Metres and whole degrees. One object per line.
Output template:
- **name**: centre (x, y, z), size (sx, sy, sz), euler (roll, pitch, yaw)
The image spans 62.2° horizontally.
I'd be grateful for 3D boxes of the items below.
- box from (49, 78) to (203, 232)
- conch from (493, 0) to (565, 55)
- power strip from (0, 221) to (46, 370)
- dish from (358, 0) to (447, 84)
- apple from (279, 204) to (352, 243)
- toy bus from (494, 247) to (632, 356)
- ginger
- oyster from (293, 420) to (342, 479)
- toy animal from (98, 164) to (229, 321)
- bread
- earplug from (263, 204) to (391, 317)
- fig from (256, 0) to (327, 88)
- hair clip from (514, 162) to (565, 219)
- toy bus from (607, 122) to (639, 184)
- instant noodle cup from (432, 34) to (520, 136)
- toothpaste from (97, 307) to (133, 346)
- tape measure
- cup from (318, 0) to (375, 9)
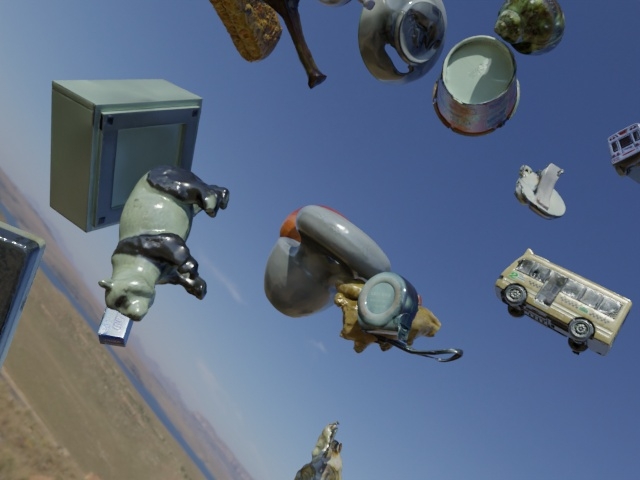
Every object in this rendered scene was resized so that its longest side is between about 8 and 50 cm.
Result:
- **box**: centre (-0.339, -0.156, 0.942), size (0.117, 0.225, 0.225), euler (29, -60, 25)
- **conch**: centre (0.470, -0.496, 1.211), size (0.187, 0.181, 0.124), euler (44, -63, 57)
- **power strip**: centre (-0.496, 0.097, 0.769), size (0.105, 0.257, 0.070), euler (24, 10, -9)
- **dish**: centre (0.280, -0.636, 1.621), size (0.124, 0.324, 0.324), euler (34, -28, 53)
- **apple**: centre (0.000, 0.000, 1.747), size (0.241, 0.242, 0.242), euler (23, -36, 39)
- **toy bus**: centre (0.735, 0.189, 1.632), size (0.365, 0.202, 0.177), euler (31, -9, 31)
- **ginger**: centre (0.110, 0.142, 0.937), size (0.205, 0.115, 0.081), euler (20, -46, 2)
- **oyster**: centre (-0.015, 0.645, 1.356), size (0.106, 0.355, 0.201), euler (2, -25, 18)
- **toy animal**: centre (-0.190, -0.001, 0.645), size (0.121, 0.225, 0.094), euler (8, -31, -1)
- **bread**: centre (-0.154, -0.473, 1.082), size (0.083, 0.114, 0.211), euler (17, -20, 31)
- **earplug**: centre (0.003, 0.048, 1.056), size (0.214, 0.175, 0.325), euler (39, -36, -11)
- **fig**: centre (-0.045, -0.360, 0.675), size (0.290, 0.191, 0.190), euler (46, -21, -5)
- **hair clip**: centre (0.441, -0.098, 1.051), size (0.116, 0.172, 0.049), euler (36, -45, 2)
- **toy bus**: centre (0.581, -0.141, 0.933), size (0.167, 0.076, 0.073), euler (18, -33, -32)
- **instant noodle cup**: centre (0.400, -0.402, 1.354), size (0.230, 0.230, 0.182), euler (47, 6, 13)
- **toothpaste**: centre (-0.489, 0.136, 1.344), size (0.066, 0.272, 0.053), euler (10, -42, -7)
- **tape measure**: centre (0.148, 0.129, 0.870), size (0.179, 0.107, 0.104), euler (29, -23, -26)
- **cup**: centre (0.043, -0.621, 1.295), size (0.174, 0.134, 0.142), euler (60, 12, -25)
